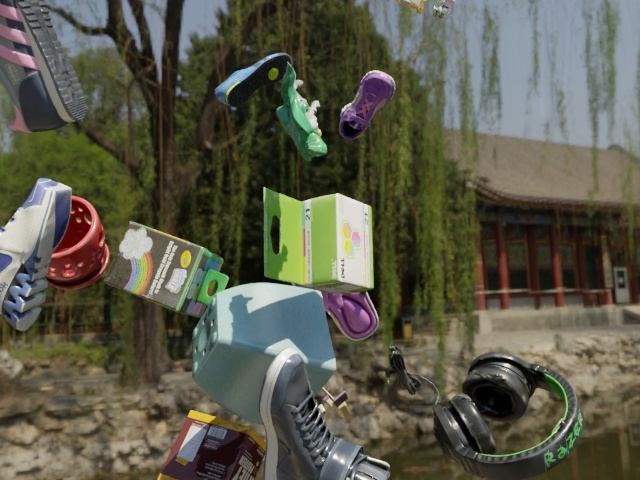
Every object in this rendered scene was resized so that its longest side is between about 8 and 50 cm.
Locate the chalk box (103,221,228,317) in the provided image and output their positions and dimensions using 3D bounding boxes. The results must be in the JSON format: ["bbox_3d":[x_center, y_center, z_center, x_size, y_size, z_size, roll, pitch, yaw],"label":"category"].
[{"bbox_3d":[-0.380,0.091,1.778,0.289,0.180,0.179,20,-7,12],"label":"chalk box"}]

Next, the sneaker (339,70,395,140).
[{"bbox_3d":[0.118,-0.352,1.806,0.095,0.104,0.236,31,-38,-8],"label":"sneaker"}]

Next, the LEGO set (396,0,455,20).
[{"bbox_3d":[0.171,-0.602,1.506,0.287,0.107,0.132,18,12,-23],"label":"LEGO set"}]

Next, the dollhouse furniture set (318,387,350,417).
[{"bbox_3d":[0.023,0.447,1.842,0.081,0.091,0.114,38,-21,40],"label":"dollhouse furniture set"}]

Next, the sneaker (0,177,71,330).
[{"bbox_3d":[-0.647,0.014,1.378,0.182,0.315,0.127,19,4,-2],"label":"sneaker"}]

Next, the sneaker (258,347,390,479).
[{"bbox_3d":[0.009,0.247,0.843,0.164,0.226,0.086,14,31,27],"label":"sneaker"}]

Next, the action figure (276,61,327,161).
[{"bbox_3d":[-0.030,-0.216,1.230,0.064,0.232,0.137,-7,-50,-11],"label":"action figure"}]

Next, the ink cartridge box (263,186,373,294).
[{"bbox_3d":[0.000,0.000,1.364,0.097,0.188,0.255,-10,-16,34],"label":"ink cartridge box"}]

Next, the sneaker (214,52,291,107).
[{"bbox_3d":[-0.168,-0.405,1.646,0.209,0.069,0.082,-38,47,-17],"label":"sneaker"}]

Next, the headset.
[{"bbox_3d":[0.290,0.298,1.269,0.243,0.185,0.394,-40,24,-28],"label":"headset"}]

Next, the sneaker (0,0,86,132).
[{"bbox_3d":[-0.489,-0.322,1.047,0.131,0.318,0.112,-18,9,8],"label":"sneaker"}]

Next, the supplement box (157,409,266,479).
[{"bbox_3d":[-0.269,0.566,1.706,0.191,0.194,0.129,8,-33,25],"label":"supplement box"}]

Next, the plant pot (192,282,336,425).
[{"bbox_3d":[-0.148,0.242,1.507,0.252,0.247,0.247,18,-56,-23],"label":"plant pot"}]

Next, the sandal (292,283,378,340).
[{"bbox_3d":[0.061,0.154,1.924,0.416,0.169,0.102,47,0,-36],"label":"sandal"}]

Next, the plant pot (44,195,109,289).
[{"bbox_3d":[-0.612,0.016,1.618,0.191,0.191,0.174,-2,-39,-1],"label":"plant pot"}]
